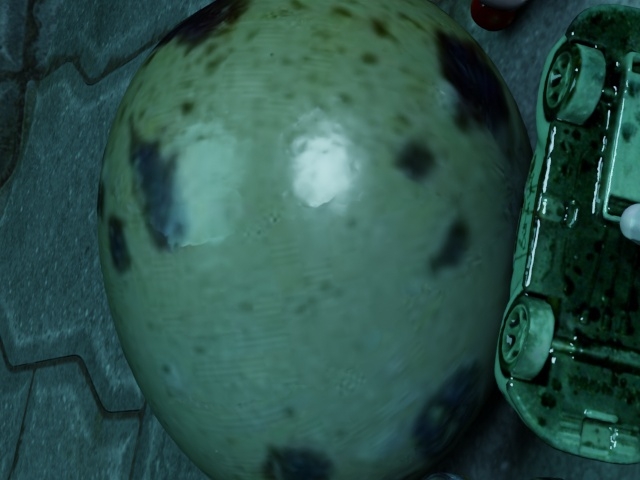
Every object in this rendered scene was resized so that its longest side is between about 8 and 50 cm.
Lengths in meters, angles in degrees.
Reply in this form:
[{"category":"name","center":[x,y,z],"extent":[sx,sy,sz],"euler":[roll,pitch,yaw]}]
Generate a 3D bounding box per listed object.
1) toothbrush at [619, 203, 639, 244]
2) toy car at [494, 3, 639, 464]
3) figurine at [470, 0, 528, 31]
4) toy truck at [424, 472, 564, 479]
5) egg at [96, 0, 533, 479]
[{"category":"toothbrush","center":[0.300,0.028,0.762],"extent":[0.342,0.025,0.030],"euler":[19,85,49]},{"category":"toy car","center":[0.195,-0.003,0.957],"extent":[0.125,0.136,0.306],"euler":[159,123,-75]},{"category":"figurine","center":[0.165,-0.288,1.140],"extent":[0.287,0.176,0.186],"euler":[-54,9,40]},{"category":"toy truck","center":[0.085,0.277,1.015],"extent":[0.272,0.124,0.157],"euler":[-40,51,42]},{"category":"egg","center":[0.000,0.000,1.092],"extent":[0.345,0.345,0.428],"euler":[-24,65,56]}]
